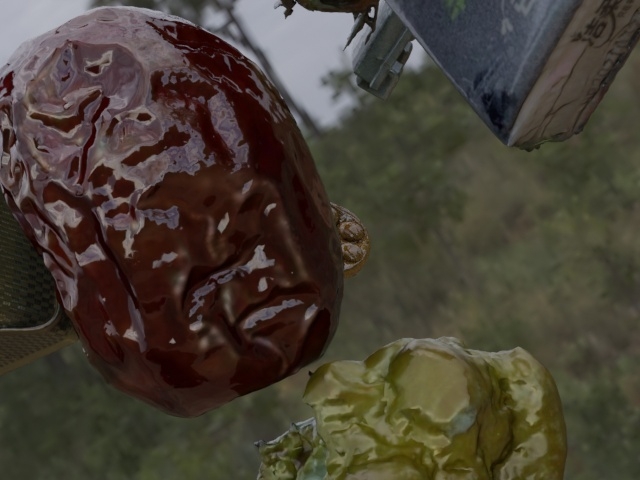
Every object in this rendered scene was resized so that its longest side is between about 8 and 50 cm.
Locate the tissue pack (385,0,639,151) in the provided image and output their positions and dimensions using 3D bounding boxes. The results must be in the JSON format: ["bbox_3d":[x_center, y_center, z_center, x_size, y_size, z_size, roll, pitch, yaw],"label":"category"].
[{"bbox_3d":[0.143,-0.314,1.519,0.124,0.394,0.288,-9,-39,-37],"label":"tissue pack"}]

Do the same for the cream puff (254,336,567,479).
[{"bbox_3d":[0.104,0.234,1.569,0.274,0.270,0.323,-19,-17,-18],"label":"cream puff"}]

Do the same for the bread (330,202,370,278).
[{"bbox_3d":[0.000,0.000,1.825,0.110,0.110,0.024,-34,-27,-34],"label":"bread"}]

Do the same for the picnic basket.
[{"bbox_3d":[-0.353,0.042,1.728,0.139,0.165,0.267,21,-31,-39],"label":"picnic basket"}]

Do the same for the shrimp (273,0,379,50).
[{"bbox_3d":[-0.012,-0.301,1.817,0.137,0.172,0.372,-48,-34,1],"label":"shrimp"}]

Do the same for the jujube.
[{"bbox_3d":[-0.139,-0.032,1.578,0.276,0.377,0.276,-24,8,4],"label":"jujube"}]

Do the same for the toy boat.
[{"bbox_3d":[0.140,-0.320,2.145,0.319,0.092,0.141,-57,5,36],"label":"toy boat"}]
